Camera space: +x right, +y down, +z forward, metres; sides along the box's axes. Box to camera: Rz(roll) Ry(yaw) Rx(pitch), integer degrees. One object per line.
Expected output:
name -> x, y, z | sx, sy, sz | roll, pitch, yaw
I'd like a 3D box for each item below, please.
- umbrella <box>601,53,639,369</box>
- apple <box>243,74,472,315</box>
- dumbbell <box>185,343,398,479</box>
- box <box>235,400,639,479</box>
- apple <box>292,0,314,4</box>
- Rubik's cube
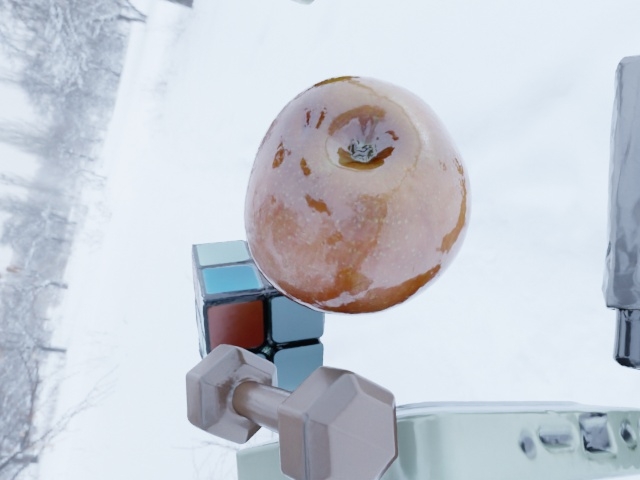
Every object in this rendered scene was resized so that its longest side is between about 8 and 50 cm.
umbrella -> 0.333, -0.038, 0.590 | 0.073, 0.067, 0.338 | -11, 66, 55
apple -> 0.029, -0.041, 0.487 | 0.162, 0.201, 0.201 | 91, 174, -55
dumbbell -> -0.036, 0.140, 0.474 | 0.230, 0.092, 0.082 | -7, 55, 56
box -> 0.131, 0.247, 0.661 | 0.373, 0.366, 0.091 | -35, 54, 49
apple -> -0.043, -0.523, 0.852 | 0.258, 0.233, 0.295 | 97, -166, -51
Rubik's cube -> -0.094, 0.109, 0.838 | 0.183, 0.167, 0.180 | -125, 32, -59
